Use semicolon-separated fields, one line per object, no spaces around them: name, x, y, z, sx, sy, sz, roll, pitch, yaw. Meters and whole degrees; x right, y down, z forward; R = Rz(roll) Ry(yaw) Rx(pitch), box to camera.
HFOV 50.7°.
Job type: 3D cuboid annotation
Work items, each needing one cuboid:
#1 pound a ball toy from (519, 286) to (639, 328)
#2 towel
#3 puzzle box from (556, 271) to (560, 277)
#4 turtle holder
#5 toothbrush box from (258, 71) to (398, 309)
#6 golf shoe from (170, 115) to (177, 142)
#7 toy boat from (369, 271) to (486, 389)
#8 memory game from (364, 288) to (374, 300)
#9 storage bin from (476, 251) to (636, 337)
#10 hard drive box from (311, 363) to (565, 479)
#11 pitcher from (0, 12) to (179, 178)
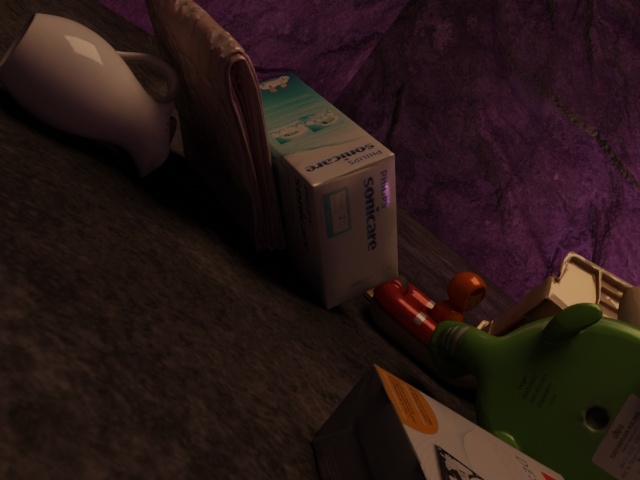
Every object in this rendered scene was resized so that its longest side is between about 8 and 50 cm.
pound a ball toy;0.422;0.227;0.986;0.319;0.208;0.136;50;46;-28
towel;-0.157;-0.182;0.961;0.332;0.053;0.317;49;-25;44
puzzle box;0.594;0.261;1.323;0.409;0.272;0.052;33;-21;13
turtle holder;0.283;0.216;0.803;0.320;0.243;0.227;1;-18;15
toothbrush box;-0.018;-0.081;0.979;0.295;0.126;0.216;47;-27;43
golf shoe;-0.284;-0.184;0.945;0.176;0.086;0.069;32;14;-19
toy boat;0.199;0.115;1.039;0.231;0.151;0.151;39;14;10
memory game;0.087;0.077;1.230;0.186;0.012;0.186;36;10;-8
storage bin;0.424;0.177;1.137;0.260;0.262;0.123;30;52;-3
hard drive box;0.122;0.222;0.516;0.232;0.089;0.181;34;12;-21
pitcher;-0.277;-0.201;0.849;0.207;0.125;0.178;34;47;-33
